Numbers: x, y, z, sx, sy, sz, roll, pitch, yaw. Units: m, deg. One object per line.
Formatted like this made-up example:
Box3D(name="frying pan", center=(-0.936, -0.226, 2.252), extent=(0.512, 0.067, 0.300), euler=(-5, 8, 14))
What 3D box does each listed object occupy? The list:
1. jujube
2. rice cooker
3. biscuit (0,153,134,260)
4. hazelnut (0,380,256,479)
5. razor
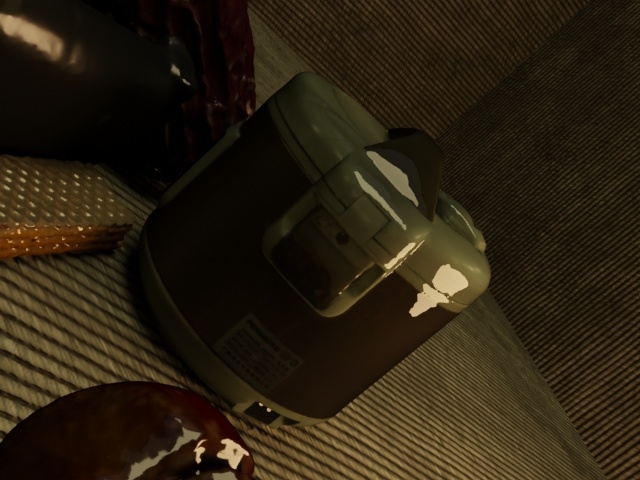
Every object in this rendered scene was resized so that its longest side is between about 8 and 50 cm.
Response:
Box3D(name="jujube", center=(-0.197, -0.261, 1.013), extent=(0.258, 0.377, 0.258), euler=(1, 29, -1))
Box3D(name="rice cooker", center=(0.000, 0.000, 0.882), extent=(0.335, 0.325, 0.335), euler=(44, 15, -16))
Box3D(name="biscuit", center=(-0.283, -0.028, 0.683), extent=(0.094, 0.054, 0.378), euler=(52, 15, 10))
Box3D(name="hazelnut", center=(-0.113, 0.187, 0.453), extent=(0.178, 0.178, 0.204), euler=(31, 28, -49))
Box3D(name="razor", center=(-0.272, -0.154, 0.735), extent=(0.349, 0.204, 0.113), euler=(15, 50, -62))
